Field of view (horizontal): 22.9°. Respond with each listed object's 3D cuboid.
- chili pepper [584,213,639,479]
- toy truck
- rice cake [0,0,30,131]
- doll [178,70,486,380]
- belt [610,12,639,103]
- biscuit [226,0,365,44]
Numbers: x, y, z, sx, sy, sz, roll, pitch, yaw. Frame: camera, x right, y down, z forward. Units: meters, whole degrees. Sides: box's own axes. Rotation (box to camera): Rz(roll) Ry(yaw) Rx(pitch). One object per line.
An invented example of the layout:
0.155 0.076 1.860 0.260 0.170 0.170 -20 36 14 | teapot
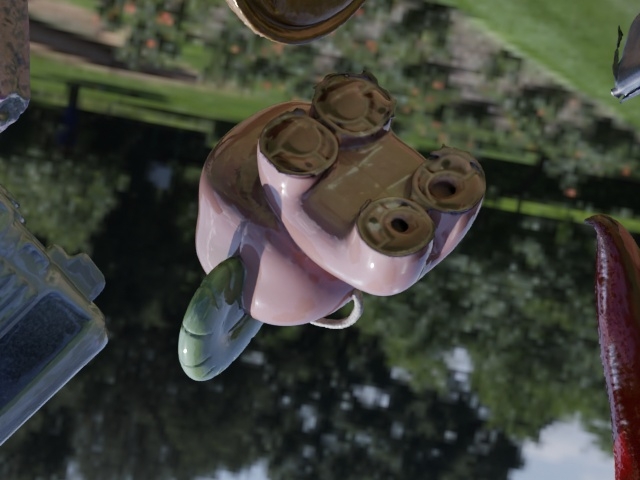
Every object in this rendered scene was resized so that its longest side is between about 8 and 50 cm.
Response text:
0.288 0.168 1.411 0.092 0.368 0.137 -21 154 24 | chili pepper
-0.253 -0.004 0.956 0.175 0.146 0.367 49 174 -32 | toy truck
-0.329 -0.298 1.560 0.070 0.399 0.064 -10 166 27 | rice cake
0.000 0.000 1.335 0.216 0.284 0.268 42 148 19 | doll
0.222 -0.127 0.679 0.122 0.218 0.128 38 140 -25 | belt
-0.005 -0.231 1.297 0.029 0.142 0.221 25 -149 33 | biscuit
